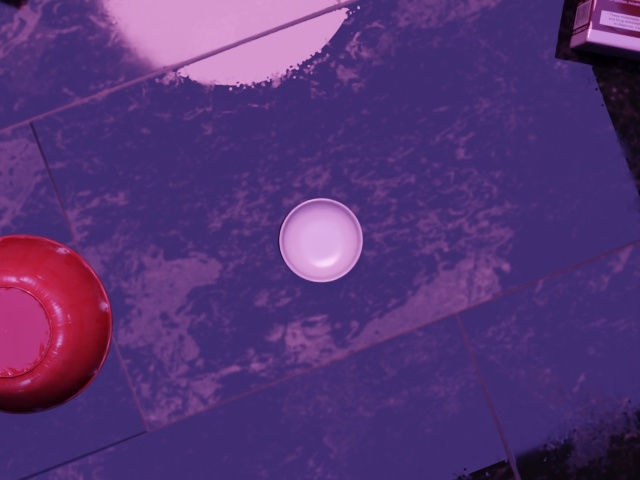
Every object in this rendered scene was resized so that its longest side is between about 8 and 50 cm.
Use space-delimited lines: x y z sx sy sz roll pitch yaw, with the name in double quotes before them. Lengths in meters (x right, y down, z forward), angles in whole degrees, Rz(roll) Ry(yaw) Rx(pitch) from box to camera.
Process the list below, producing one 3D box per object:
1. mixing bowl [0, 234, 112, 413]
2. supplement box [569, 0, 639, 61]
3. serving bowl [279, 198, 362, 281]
"mixing bowl" -0.297 0.084 1.374 0.181 0.098 0.182 0 90 -3
"supplement box" 0.338 -0.300 1.418 0.130 0.073 0.240 11 91 -4
"serving bowl" 0.000 0.000 1.424 0.083 0.027 0.083 0 90 -3
